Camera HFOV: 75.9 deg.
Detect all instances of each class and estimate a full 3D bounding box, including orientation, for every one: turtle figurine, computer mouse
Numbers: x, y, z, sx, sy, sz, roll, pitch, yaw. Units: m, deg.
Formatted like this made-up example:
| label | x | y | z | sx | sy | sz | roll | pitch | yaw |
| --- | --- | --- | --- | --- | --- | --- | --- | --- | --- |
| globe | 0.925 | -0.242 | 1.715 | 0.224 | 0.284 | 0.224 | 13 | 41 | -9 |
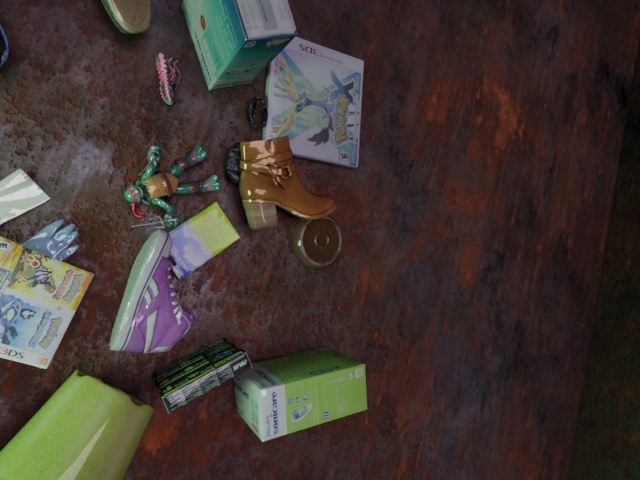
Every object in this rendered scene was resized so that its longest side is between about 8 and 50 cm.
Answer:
| label | x | y | z | sx | sy | sz | roll | pitch | yaw |
| --- | --- | --- | --- | --- | --- | --- | --- | --- | --- |
| turtle figurine | -0.351 | -0.128 | 0.928 | 0.234 | 0.118 | 0.176 | -33 | 120 | -41 |
| computer mouse | -0.190 | -0.259 | 1.062 | 0.071 | 0.041 | 0.243 | 19 | 80 | -14 |

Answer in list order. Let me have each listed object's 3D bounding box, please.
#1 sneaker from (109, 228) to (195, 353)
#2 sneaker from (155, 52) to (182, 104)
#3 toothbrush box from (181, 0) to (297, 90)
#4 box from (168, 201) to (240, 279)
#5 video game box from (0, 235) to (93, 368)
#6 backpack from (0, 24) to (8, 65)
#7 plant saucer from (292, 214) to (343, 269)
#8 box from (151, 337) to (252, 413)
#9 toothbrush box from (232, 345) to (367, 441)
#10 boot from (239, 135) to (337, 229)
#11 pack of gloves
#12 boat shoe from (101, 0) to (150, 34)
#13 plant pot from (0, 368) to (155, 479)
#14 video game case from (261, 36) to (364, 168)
| label | x | y | z | sx | sy | sz | roll | pitch | yaw |
| --- | --- | --- | --- | --- | --- | --- | --- | --- | --- |
| sneaker | -0.351 | 0.120 | 0.928 | 0.160 | 0.102 | 0.283 | 17 | 98 | -31 |
| sneaker | -0.353 | -0.383 | 0.975 | 0.057 | 0.047 | 0.120 | -11 | 96 | -40 |
| toothbrush box | -0.194 | -0.498 | 0.920 | 0.126 | 0.295 | 0.217 | -21 | 100 | -27 |
| box | -0.298 | 0.000 | 0.995 | 0.178 | 0.042 | 0.109 | -38 | 106 | -23 |
| video game box | -0.579 | 0.122 | 0.792 | 0.187 | 0.048 | 0.206 | 35 | 59 | -39 |
| backpack | -0.668 | -0.379 | 0.753 | 0.158 | 0.116 | 0.174 | -29 | 102 | -27 |
| plant saucer | 0.000 | 0.000 | 1.171 | 0.168 | 0.029 | 0.169 | 1 | 89 | -30 |
| box | -0.272 | 0.294 | 0.925 | 0.190 | 0.184 | 0.045 | -24 | 102 | -28 |
| toothbrush box | -0.055 | 0.369 | 1.033 | 0.282 | 0.206 | 0.122 | -2 | 91 | -30 |
| boot | -0.081 | -0.159 | 1.068 | 0.283 | 0.109 | 0.221 | -12 | 101 | -29 |
| pack of gloves | -0.625 | 0.000 | 0.812 | 0.232 | 0.046 | 0.195 | -45 | 109 | -22 |
| boat shoe | -0.460 | -0.577 | 0.888 | 0.102 | 0.092 | 0.286 | -31 | 102 | -51 |
| plant pot | -0.469 | 0.403 | 0.789 | 0.276 | 0.276 | 0.254 | 39 | 60 | -23 |
| video game case | -0.013 | -0.391 | 1.166 | 0.299 | 0.036 | 0.330 | 5 | 87 | -29 |
